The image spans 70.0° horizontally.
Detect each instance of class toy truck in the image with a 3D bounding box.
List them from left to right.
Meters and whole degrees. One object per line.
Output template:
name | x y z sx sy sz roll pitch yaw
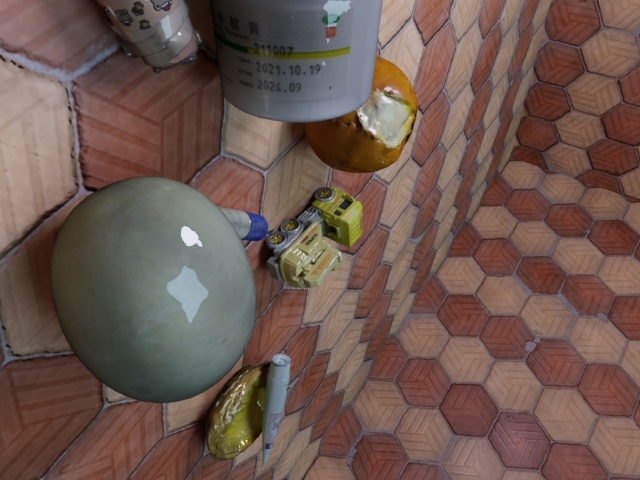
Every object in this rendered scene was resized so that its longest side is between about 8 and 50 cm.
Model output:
toy truck | 0.000 0.000 1.088 0.272 0.157 0.124 -46 149 -30

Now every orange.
orange | 0.081 -0.251 0.925 0.240 0.240 0.239 -43 148 -36

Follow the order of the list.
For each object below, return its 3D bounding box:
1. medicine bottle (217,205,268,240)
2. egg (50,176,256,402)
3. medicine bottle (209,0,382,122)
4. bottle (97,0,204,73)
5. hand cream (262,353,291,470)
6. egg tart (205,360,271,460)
medicine bottle | -0.181 -0.033 0.835 0.231 0.059 0.059 9 107 -63
egg | -0.221 0.076 0.637 0.258 0.259 0.351 -40 148 -39
medicine bottle | -0.033 -0.318 0.632 0.238 0.238 0.231 -41 148 -38
bottle | -0.202 -0.265 0.535 0.098 0.099 0.152 -53 151 -20
hand cream | -0.129 0.451 1.208 0.085 0.058 0.330 -79 -179 -70
egg tart | -0.208 0.438 1.204 0.279 0.095 0.278 -41 142 -43
